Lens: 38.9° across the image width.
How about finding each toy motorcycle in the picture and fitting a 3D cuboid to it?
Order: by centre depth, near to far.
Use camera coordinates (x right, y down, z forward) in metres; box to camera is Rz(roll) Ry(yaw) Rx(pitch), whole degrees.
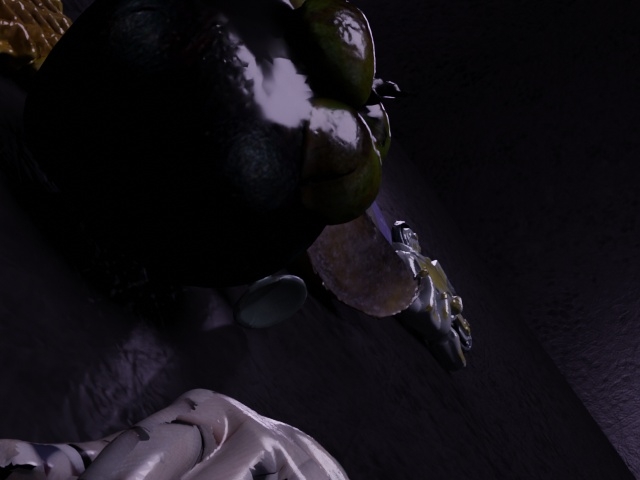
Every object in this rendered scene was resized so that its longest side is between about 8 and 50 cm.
[{"bbox_3d":[0.153,0.084,1.318,0.229,0.074,0.151,62,26,-8],"label":"toy motorcycle"}]

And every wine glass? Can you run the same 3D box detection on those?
[{"bbox_3d":[-0.069,-0.002,0.766,0.073,0.073,0.155,35,22,-54],"label":"wine glass"}]

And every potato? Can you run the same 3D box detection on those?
[{"bbox_3d":[0.000,0.001,1.029,0.100,0.120,0.261,6,-39,46],"label":"potato"}]

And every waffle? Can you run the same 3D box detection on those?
[{"bbox_3d":[-0.256,-0.194,0.715,0.191,0.038,0.191,48,11,-13],"label":"waffle"}]

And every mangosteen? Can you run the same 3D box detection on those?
[{"bbox_3d":[-0.065,-0.082,0.616,0.243,0.243,0.243,48,12,-13],"label":"mangosteen"}]

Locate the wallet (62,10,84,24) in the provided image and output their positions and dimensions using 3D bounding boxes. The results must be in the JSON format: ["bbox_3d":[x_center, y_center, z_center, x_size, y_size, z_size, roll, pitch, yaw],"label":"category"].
[{"bbox_3d":[-0.149,-0.113,0.906,0.285,0.030,0.146,51,8,-6],"label":"wallet"}]

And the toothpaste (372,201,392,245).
[{"bbox_3d":[0.059,-0.048,1.408,0.371,0.080,0.125,57,15,0],"label":"toothpaste"}]

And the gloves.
[{"bbox_3d":[-0.051,0.117,0.376,0.127,0.111,0.212,59,5,14],"label":"gloves"}]

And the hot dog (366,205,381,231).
[{"bbox_3d":[0.042,-0.022,1.213,0.099,0.053,0.192,38,-19,36],"label":"hot dog"}]
